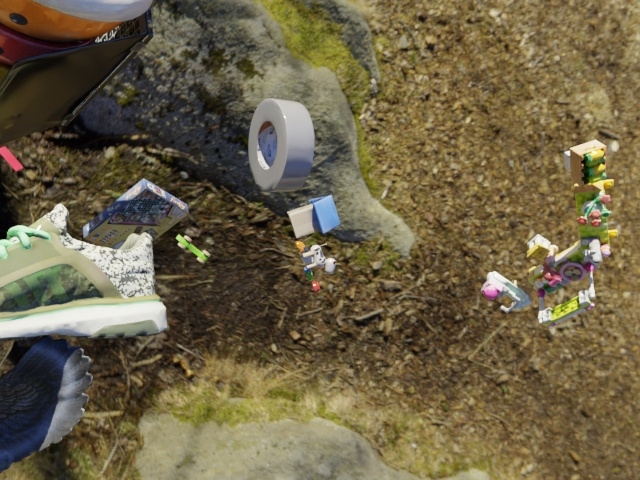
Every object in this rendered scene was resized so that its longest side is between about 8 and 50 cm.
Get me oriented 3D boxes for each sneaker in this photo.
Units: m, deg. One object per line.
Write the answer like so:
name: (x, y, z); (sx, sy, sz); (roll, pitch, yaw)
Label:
sneaker: (-0.393, 0.039, 0.707); (0.410, 0.158, 0.182); (10, 78, -49)

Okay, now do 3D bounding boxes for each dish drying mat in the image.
dish drying mat: (-0.974, -0.256, 1.668); (0.083, 0.008, 0.032); (54, 29, -15)

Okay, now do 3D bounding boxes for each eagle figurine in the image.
eagle figurine: (-0.484, 0.213, 0.725); (0.298, 0.225, 0.226); (-27, 92, -36)

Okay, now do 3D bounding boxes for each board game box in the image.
board game box: (-0.518, -0.056, 1.496); (0.243, 0.042, 0.165); (-34, 144, 15)

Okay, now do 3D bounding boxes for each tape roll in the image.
tape roll: (-0.098, -0.225, 1.270); (0.072, 0.219, 0.219); (-3, 92, -31)

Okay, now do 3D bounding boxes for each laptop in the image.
laptop: (-0.525, -0.380, 1.021); (0.236, 0.381, 0.408); (9, 66, -48)

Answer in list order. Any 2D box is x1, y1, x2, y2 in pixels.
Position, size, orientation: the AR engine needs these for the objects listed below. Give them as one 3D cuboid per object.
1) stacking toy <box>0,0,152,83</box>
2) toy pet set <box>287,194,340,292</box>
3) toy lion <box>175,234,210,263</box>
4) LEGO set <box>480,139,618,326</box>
stacking toy: (-0.543, -0.384, 0.934); (0.350, 0.480, 0.351); (28, 43, -29)
toy pet set: (0.000, 0.000, 0.741); (0.065, 0.122, 0.114); (-18, 101, -5)
toy lion: (-0.346, 0.020, 1.433); (0.100, 0.096, 0.034); (40, 82, -12)
LEGO set: (0.336, 0.017, 0.721); (0.132, 0.287, 0.107); (23, 42, 5)
